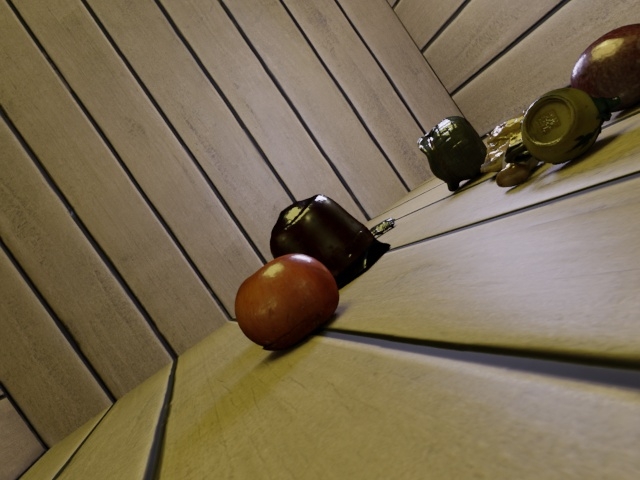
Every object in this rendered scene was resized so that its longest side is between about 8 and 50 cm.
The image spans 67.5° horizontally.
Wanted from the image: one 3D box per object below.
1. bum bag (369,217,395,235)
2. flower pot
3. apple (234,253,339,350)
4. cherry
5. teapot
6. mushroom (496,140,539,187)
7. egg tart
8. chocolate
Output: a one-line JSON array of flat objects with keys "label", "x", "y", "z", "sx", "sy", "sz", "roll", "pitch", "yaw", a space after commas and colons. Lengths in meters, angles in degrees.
[{"label": "bum bag", "x": 0.277, "y": -0.045, "z": 2.277, "sx": 0.197, "sy": 0.049, "sz": 0.087, "roll": -33, "pitch": 26, "yaw": 20}, {"label": "flower pot", "x": 0.564, "y": -0.372, "z": 2.000, "sx": 0.213, "sy": 0.302, "sz": 0.302, "roll": -35, "pitch": 2, "yaw": 25}, {"label": "apple", "x": -0.088, "y": 0.152, "z": 1.244, "sx": 0.272, "sy": 0.206, "sz": 0.251, "roll": -34, "pitch": -2, "yaw": 42}, {"label": "cherry", "x": 0.800, "y": -0.452, "z": 1.253, "sx": 0.230, "sy": 0.203, "sz": 0.300, "roll": -34, "pitch": 15, "yaw": -28}, {"label": "teapot", "x": 0.575, "y": -0.260, "z": 1.148, "sx": 0.182, "sy": 0.173, "sz": 0.269, "roll": 3, "pitch": -29, "yaw": -38}, {"label": "mushroom", "x": 0.552, "y": -0.218, "z": 1.319, "sx": 0.097, "sy": 0.088, "sz": 0.212, "roll": 8, "pitch": 36, "yaw": 35}, {"label": "egg tart", "x": 0.675, "y": -0.348, "z": 1.600, "sx": 0.352, "sy": 0.150, "sz": 0.352, "roll": -31, "pitch": 1, "yaw": 0}, {"label": "chocolate", "x": 0.000, "y": 0.000, "z": 1.725, "sx": 0.383, "sy": 0.331, "sz": 0.383, "roll": -33, "pitch": 0, "yaw": 0}]
